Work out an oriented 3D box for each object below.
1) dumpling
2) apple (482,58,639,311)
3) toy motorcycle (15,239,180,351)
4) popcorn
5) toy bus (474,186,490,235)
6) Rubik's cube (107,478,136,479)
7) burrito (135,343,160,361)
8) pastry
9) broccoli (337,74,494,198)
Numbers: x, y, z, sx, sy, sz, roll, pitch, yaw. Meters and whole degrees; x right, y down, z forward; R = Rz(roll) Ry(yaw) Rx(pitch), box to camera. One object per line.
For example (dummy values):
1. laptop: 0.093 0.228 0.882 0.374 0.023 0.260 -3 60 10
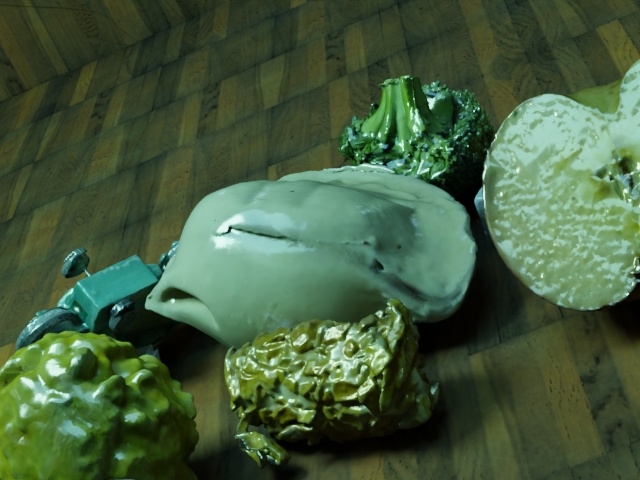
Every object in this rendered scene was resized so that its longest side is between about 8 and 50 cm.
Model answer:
1. dumpling: 0.000 0.000 1.744 0.395 0.233 0.316 -1 42 29
2. apple: 0.332 -0.048 1.561 0.293 0.163 0.251 -21 68 21
3. toy motorcycle: -0.261 0.094 1.874 0.296 0.198 0.109 -26 63 -37
4. popcorn: -0.238 0.212 1.574 0.249 0.249 0.225 -14 -9 26
5. toy bus: 0.272 -0.042 1.736 0.190 0.075 0.064 -4 32 42
6. Rubik's cube: -0.240 0.360 1.251 0.237 0.237 0.238 -7 31 34
7. burrito: -0.279 0.195 1.834 0.203 0.064 0.064 -28 24 -5
8. pastry: 0.001 0.155 1.562 0.250 0.102 0.154 -18 68 33
9. broccoli: 0.124 -0.123 1.923 0.198 0.176 0.226 -24 -11 -2
